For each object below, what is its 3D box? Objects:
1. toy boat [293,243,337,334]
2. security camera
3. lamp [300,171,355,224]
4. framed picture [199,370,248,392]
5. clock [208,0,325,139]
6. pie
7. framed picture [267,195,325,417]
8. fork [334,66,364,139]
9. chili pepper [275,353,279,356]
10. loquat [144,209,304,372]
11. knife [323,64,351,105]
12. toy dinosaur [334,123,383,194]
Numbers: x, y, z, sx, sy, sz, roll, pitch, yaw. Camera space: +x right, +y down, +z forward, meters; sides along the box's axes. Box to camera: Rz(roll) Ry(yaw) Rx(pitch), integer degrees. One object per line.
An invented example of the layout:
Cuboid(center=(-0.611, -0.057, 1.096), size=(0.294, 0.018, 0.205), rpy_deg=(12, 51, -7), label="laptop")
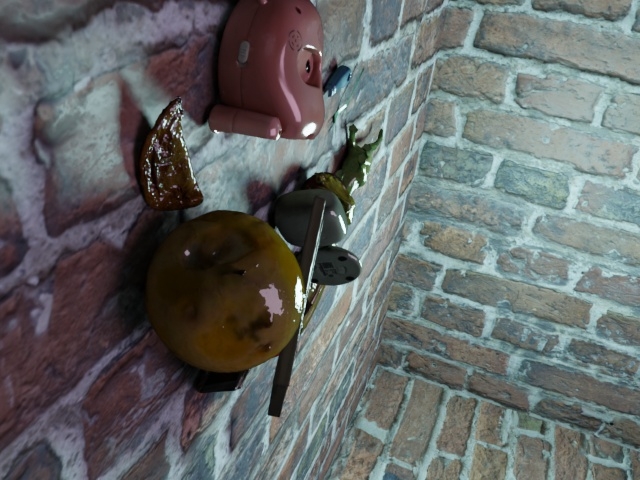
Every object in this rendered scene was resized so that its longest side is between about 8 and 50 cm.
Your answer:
Cuboid(center=(-0.039, 0.104, 1.515), size=(0.121, 0.089, 0.321), rpy_deg=(61, 48, -62), label="toy boat")
Cuboid(center=(0.000, 0.000, 1.357), size=(0.301, 0.157, 0.080), rpy_deg=(67, 23, -50), label="security camera")
Cuboid(center=(0.015, -0.079, 1.428), size=(0.157, 0.135, 0.156), rpy_deg=(-15, 121, -75), label="lamp")
Cuboid(center=(-0.140, 0.172, 1.090), size=(0.274, 0.017, 0.217), rpy_deg=(-31, -146, 65), label="framed picture")
Cuboid(center=(-0.059, -0.278, 0.958), size=(0.227, 0.143, 0.241), rpy_deg=(-26, 127, -71), label="clock")
Cuboid(center=(-0.205, -0.098, 0.809), size=(0.088, 0.033, 0.191), rpy_deg=(-45, 153, -31), label="pie")
Cuboid(center=(-0.049, 0.152, 1.173), size=(0.446, 0.028, 0.325), rpy_deg=(105, -2, -68), label="framed picture")
Cuboid(center=(0.067, -0.357, 1.562), size=(0.039, 0.021, 0.235), rpy_deg=(86, 23, -62), label="fork")
Cuboid(center=(-0.110, 0.208, 1.405), size=(0.073, 0.071, 0.123), rpy_deg=(-113, -150, -69), label="chili pepper")
Cuboid(center=(-0.136, 0.077, 0.880), size=(0.244, 0.244, 0.243), rpy_deg=(16, 90, -75), label="loquat")
Cuboid(center=(0.009, -0.317, 1.382), size=(0.244, 0.032, 0.058), rpy_deg=(-58, 167, -35), label="knife")
Cuboid(center=(0.102, -0.193, 1.765), size=(0.301, 0.087, 0.446), rpy_deg=(80, 31, -73), label="toy dinosaur")
